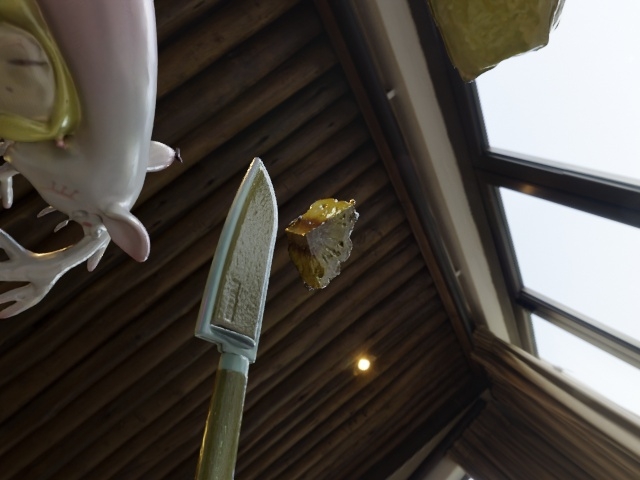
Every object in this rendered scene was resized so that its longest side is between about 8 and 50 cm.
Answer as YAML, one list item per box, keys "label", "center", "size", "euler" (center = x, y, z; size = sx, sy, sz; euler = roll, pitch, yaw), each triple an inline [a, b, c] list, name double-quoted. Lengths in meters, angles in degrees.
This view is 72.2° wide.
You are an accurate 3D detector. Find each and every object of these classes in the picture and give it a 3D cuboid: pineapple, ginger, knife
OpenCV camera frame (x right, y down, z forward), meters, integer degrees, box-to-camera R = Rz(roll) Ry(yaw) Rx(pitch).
- label: "pineapple"
  center: [0.000, 0.000, 1.051]
  size: [0.186, 0.115, 0.236]
  euler: [29, -109, -47]
- label: "ginger"
  center: [0.175, -0.274, 0.434]
  size: [0.123, 0.115, 0.193]
  euler: [-37, -70, -46]
- label: "knife"
  center: [-0.068, 0.070, 0.341]
  size: [0.061, 0.027, 0.342]
  euler: [40, -135, -41]

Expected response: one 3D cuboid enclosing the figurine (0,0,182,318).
- label: "figurine"
  center: [-0.253, -0.097, 0.363]
  size: [0.285, 0.206, 0.315]
  euler: [-3, -63, -2]
